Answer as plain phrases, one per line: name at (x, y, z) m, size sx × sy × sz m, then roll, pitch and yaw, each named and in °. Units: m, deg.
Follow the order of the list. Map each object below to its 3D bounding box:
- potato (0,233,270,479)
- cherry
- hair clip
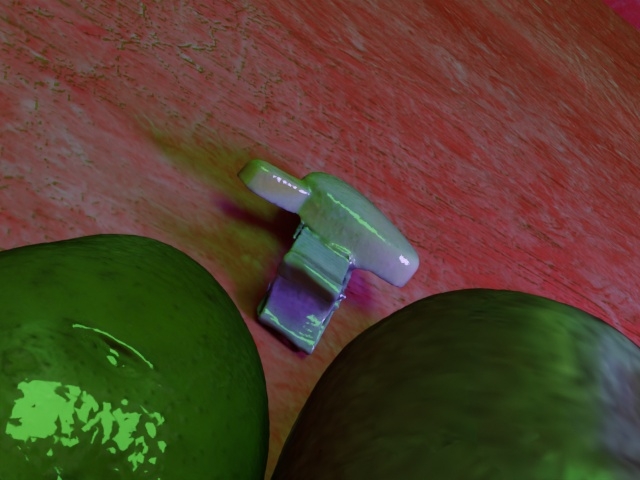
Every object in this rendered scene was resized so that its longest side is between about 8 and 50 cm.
potato at (-0.108, 0.077, 0.550) m, size 0.251 × 0.159 × 0.174 m, roll -68°, pitch 135°, yaw -71°
cherry at (0.089, 0.155, 0.545) m, size 0.261 × 0.221 × 0.307 m, roll 27°, pitch 48°, yaw -37°
hair clip at (-0.001, -0.003, 0.920) m, size 0.159 × 0.071 × 0.218 m, roll 41°, pitch 23°, yaw -5°
